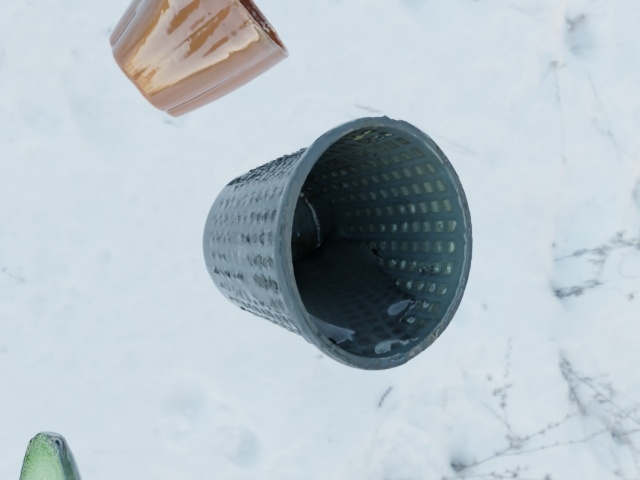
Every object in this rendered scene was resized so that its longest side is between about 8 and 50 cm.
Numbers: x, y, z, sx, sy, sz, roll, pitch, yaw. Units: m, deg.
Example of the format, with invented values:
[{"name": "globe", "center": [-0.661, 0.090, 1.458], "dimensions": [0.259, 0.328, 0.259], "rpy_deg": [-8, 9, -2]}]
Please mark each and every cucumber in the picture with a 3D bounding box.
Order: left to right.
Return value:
[{"name": "cucumber", "center": [-0.355, 0.382, 1.098], "dimensions": [0.063, 0.115, 0.244], "rpy_deg": [-3, 91, -63]}]

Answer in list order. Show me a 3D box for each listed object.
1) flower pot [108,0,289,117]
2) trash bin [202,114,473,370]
[{"name": "flower pot", "center": [-0.160, -0.253, 1.006], "dimensions": [0.173, 0.191, 0.191], "rpy_deg": [-39, 106, 11]}, {"name": "trash bin", "center": [0.000, 0.000, 0.603], "dimensions": [0.175, 0.161, 0.176], "rpy_deg": [-1, 92, -36]}]
